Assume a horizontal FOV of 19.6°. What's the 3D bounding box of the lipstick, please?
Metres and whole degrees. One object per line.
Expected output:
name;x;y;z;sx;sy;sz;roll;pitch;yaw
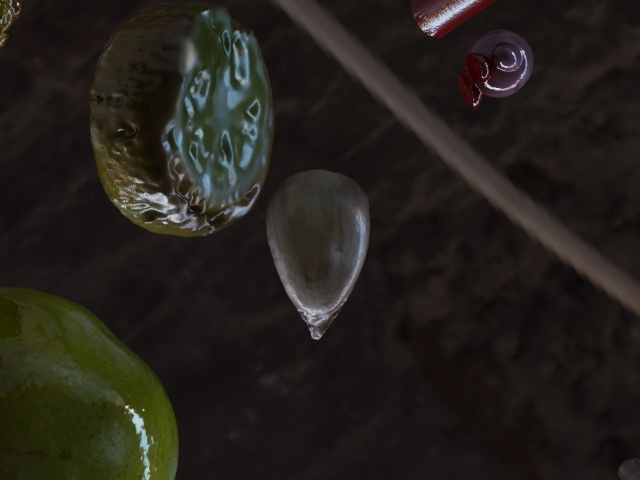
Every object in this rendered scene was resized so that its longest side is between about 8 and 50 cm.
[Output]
lipstick;0.223;-0.347;2.373;0.280;0.073;0.073;-29;-162;48

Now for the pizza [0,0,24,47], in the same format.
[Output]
pizza;-0.319;-0.246;1.678;0.226;0.086;0.335;-36;-133;25

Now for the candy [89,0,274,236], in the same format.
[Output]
candy;-0.142;-0.130;1.979;0.118;0.260;0.260;5;-140;30

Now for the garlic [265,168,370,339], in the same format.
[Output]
garlic;-0.009;-0.001;2.213;0.128;0.115;0.206;-25;-125;44

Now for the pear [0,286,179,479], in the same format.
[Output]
pear;-0.267;0.196;1.635;0.294;0.294;0.294;-36;-164;12

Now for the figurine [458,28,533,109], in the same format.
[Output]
figurine;0.175;-0.175;1.820;0.071;0.067;0.083;-21;173;-15

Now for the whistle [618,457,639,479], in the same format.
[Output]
whistle;0.488;0.390;2.590;0.107;0.057;0.220;-44;-132;12
